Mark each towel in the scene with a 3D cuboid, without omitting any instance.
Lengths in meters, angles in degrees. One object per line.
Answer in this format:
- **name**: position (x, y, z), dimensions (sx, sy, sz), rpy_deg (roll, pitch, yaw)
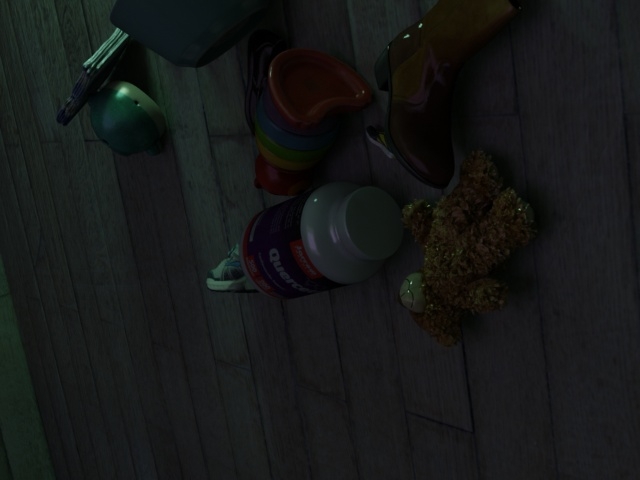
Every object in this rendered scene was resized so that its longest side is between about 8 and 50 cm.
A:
- **towel**: position (-0.535, -0.403, 2.092), dimensions (0.034, 0.209, 0.285), rpy_deg (38, 146, -12)

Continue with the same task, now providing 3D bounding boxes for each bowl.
- **bowl**: position (-0.213, -0.433, 1.598), dimensions (0.163, 0.311, 0.311), rpy_deg (52, 143, -4)

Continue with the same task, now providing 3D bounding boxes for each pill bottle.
- **pill bottle**: position (0.000, 0.000, 1.567), dimensions (0.323, 0.181, 0.181), rpy_deg (-19, 90, 55)

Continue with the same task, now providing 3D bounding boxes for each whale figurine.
- **whale figurine**: position (-0.482, -0.264, 2.094), dimensions (0.216, 0.141, 0.272), rpy_deg (40, 152, -11)

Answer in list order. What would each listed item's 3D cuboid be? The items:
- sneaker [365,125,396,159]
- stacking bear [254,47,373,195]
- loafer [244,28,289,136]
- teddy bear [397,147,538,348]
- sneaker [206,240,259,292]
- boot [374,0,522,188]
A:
- **sneaker**: position (0.111, -0.172, 1.480), dimensions (0.083, 0.031, 0.035), rpy_deg (45, 123, 25)
- **stacking bear**: position (-0.046, -0.188, 1.578), dimensions (0.164, 0.175, 0.289), rpy_deg (52, 147, 21)
- **loafer**: position (-0.094, -0.285, 1.652), dimensions (0.078, 0.080, 0.220), rpy_deg (18, 119, 49)
- **teddy bear**: position (0.211, 0.020, 1.362), dimensions (0.338, 0.113, 0.245), rpy_deg (-45, 67, 51)
- **sneaker**: position (-0.150, 0.051, 1.880), dimensions (0.283, 0.110, 0.122), rpy_deg (-8, 81, 51)
- **boot**: position (0.203, -0.246, 1.259), dimensions (0.280, 0.096, 0.264), rpy_deg (-43, 46, 48)
